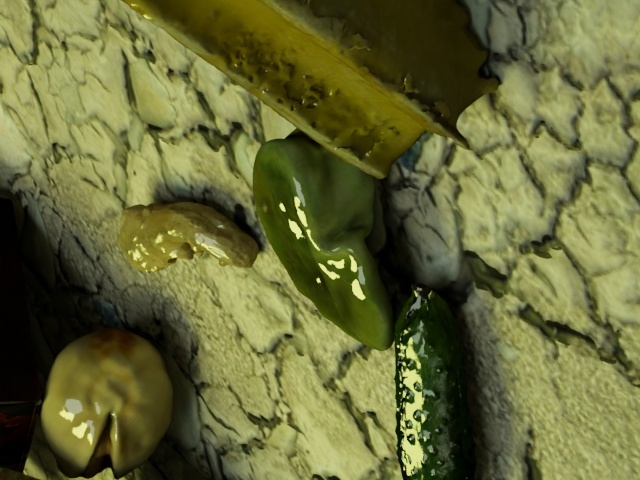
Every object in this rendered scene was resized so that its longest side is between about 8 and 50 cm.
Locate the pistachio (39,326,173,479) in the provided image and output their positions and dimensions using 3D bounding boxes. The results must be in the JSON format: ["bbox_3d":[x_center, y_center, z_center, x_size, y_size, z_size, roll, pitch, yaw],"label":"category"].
[{"bbox_3d":[-0.217,0.167,1.722,0.144,0.144,0.215,49,149,12],"label":"pistachio"}]

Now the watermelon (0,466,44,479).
[{"bbox_3d":[-0.259,0.354,1.748,0.302,0.151,0.264,16,150,-17],"label":"watermelon"}]

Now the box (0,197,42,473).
[{"bbox_3d":[-0.398,0.172,1.857,0.415,0.116,0.264,114,149,-51],"label":"box"}]

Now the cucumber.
[{"bbox_3d":[0.092,0.133,1.389,0.069,0.069,0.227,19,125,41],"label":"cucumber"}]

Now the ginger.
[{"bbox_3d":[-0.130,-0.003,1.558,0.173,0.051,0.069,2,121,51],"label":"ginger"}]

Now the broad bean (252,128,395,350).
[{"bbox_3d":[0.003,-0.001,1.385,0.153,0.072,0.206,37,144,51],"label":"broad bean"}]

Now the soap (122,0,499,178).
[{"bbox_3d":[0.011,-0.251,1.219,0.169,0.304,0.339,-2,154,44],"label":"soap"}]
